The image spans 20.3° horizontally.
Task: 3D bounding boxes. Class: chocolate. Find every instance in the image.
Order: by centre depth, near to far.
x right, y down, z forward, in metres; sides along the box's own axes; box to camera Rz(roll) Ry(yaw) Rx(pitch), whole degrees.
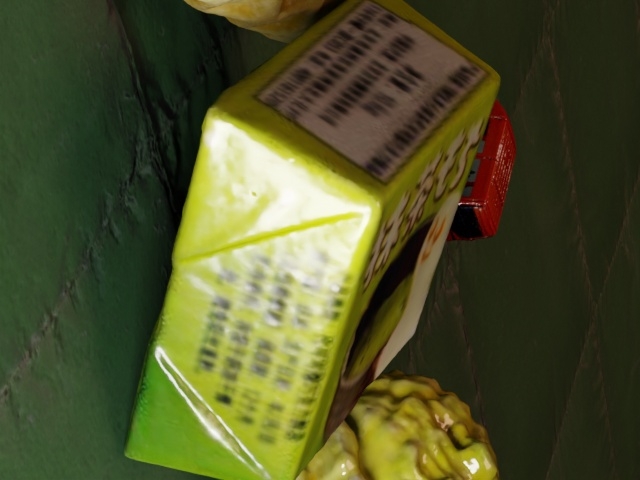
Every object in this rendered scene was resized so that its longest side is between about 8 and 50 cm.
[{"bbox_3d":[0.000,0.000,1.293,0.301,0.137,0.288,-48,158,-57],"label":"chocolate"}]

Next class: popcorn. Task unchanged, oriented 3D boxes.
[{"bbox_3d":[0.029,0.226,1.432,0.212,0.259,0.259,28,64,-39],"label":"popcorn"}]

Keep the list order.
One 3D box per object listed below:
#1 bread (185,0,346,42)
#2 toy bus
[{"bbox_3d":[-0.042,-0.226,1.303,0.268,0.130,0.152,9,82,-70],"label":"bread"},{"bbox_3d":[0.153,-0.095,1.853,0.081,0.089,0.195,66,34,-49],"label":"toy bus"}]
